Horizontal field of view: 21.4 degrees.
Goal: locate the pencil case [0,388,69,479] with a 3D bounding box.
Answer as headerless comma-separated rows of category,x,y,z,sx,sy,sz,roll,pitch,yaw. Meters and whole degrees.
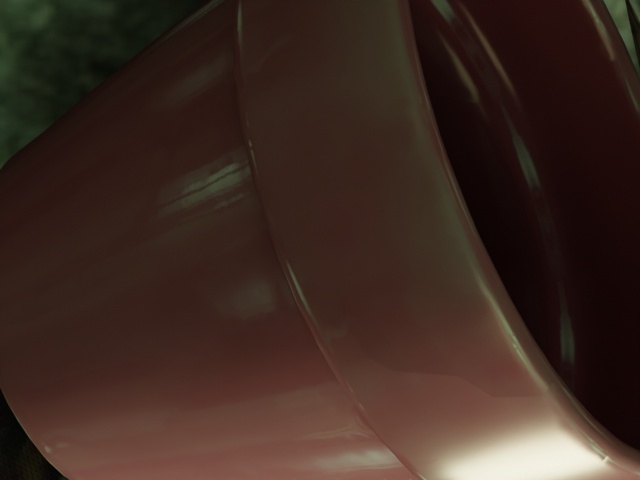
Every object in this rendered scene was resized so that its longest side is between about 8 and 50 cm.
pencil case,-0.060,0.177,0.654,0.160,0.183,0.410,-38,123,18

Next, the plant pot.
plant pot,0.000,0.000,0.533,0.180,0.201,0.201,-20,141,28

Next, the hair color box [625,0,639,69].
hair color box,0.151,-0.032,0.549,0.053,0.167,0.093,-20,139,5
